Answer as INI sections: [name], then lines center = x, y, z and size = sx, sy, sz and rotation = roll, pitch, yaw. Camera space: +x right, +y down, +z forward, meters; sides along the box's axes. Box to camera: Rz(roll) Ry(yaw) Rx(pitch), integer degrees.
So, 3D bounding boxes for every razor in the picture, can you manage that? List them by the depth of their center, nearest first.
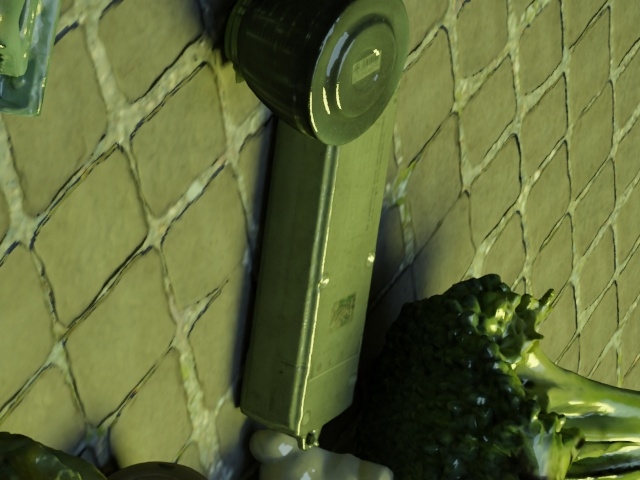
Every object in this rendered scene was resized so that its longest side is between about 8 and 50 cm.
[razor]
center = -0.192, -0.093, 0.743
size = 0.278, 0.056, 0.111
rotation = -15, 122, -59

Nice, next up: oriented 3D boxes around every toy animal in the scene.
[toy animal]
center = -0.014, 0.230, 1.212
size = 0.127, 0.131, 0.181
rotation = 133, -23, -61

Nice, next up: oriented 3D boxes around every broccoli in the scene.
[broccoli]
center = 0.147, 0.162, 1.311
size = 0.243, 0.247, 0.263
rotation = -1, 117, -23

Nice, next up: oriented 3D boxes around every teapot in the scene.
[teapot]
center = 0.000, -0.121, 1.046
size = 0.124, 0.091, 0.092
rotation = -49, 147, -26

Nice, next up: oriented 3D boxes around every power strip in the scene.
[power strip]
center = 0.000, 0.000, 1.167
size = 0.078, 0.052, 0.272
rotation = -25, 128, -54

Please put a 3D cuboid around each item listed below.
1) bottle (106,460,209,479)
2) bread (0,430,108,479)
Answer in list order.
[bottle]
center = -0.089, 0.209, 1.097
size = 0.099, 0.099, 0.152
rotation = -52, 151, -32
[bread]
center = -0.159, 0.158, 0.919
size = 0.156, 0.103, 0.110
rotation = -39, 145, -56
